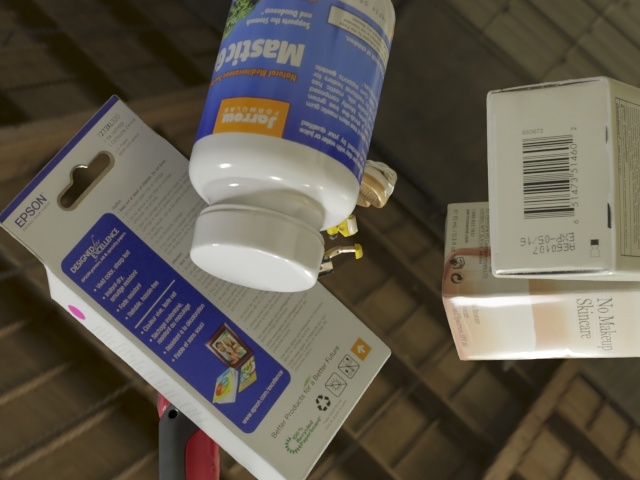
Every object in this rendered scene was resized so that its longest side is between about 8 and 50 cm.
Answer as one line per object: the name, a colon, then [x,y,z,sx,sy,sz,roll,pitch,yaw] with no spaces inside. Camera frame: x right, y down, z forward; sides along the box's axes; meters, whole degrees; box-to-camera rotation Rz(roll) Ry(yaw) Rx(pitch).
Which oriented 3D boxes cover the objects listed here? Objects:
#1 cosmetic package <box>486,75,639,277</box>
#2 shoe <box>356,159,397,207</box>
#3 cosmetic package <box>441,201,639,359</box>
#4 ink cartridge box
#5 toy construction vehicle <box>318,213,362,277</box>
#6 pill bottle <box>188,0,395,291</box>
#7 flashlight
cosmetic package: [0.266,-0.043,1.150,0.309,0.113,0.160,6,-97,-56]
shoe: [0.058,-0.084,1.704,0.076,0.058,0.219,31,177,-4]
cosmetic package: [0.290,0.042,1.416,0.153,0.296,0.129,66,-155,-51]
ink cartridge box: [-0.116,0.052,1.224,0.371,0.069,0.176,44,-119,-12]
toy construction vehicle: [0.000,0.000,1.641,0.035,0.098,0.086,-112,6,-57]
pill bottle: [-0.031,-0.100,1.150,0.152,0.152,0.272,26,-114,-33]
flashlight: [-0.112,0.222,1.294,0.103,0.103,0.304,20,-133,-34]
